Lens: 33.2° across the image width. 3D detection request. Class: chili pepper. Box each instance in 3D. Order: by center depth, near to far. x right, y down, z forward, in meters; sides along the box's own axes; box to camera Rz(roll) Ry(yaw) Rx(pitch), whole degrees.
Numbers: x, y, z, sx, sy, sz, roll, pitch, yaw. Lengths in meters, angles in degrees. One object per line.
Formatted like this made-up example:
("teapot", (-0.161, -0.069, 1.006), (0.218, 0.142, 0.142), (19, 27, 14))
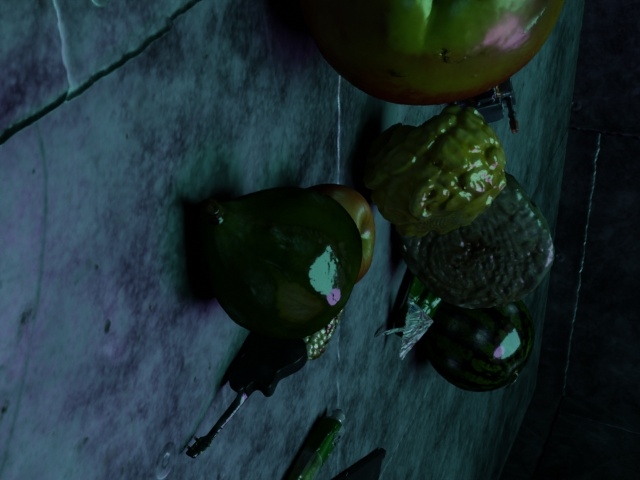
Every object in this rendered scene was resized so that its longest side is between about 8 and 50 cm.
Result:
("chili pepper", (0.216, 0.082, 2.204), (0.074, 0.100, 0.257), (127, -16, -65))

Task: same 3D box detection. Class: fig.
("fig", (-0.063, 0.010, 1.303), (0.245, 0.195, 0.195), (38, 61, -30))

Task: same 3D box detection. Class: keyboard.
("keyboard", (0.071, 0.488, 2.142), (0.310, 0.018, 0.101), (-6, 109, -69))

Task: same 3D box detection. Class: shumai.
("shumai", (0.307, -0.048, 2.089), (0.263, 0.304, 0.309), (-64, 161, -60))

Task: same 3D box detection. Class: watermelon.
("watermelon", (0.361, 0.216, 2.437), (0.269, 0.269, 0.269), (13, 90, -70))

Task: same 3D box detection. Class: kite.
("kite", (0.168, 0.175, 2.121), (0.157, 0.011, 0.139), (-8, 113, -37))

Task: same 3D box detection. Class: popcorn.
("popcorn", (0.185, -0.110, 1.797), (0.250, 0.250, 0.190), (55, 12, -64))

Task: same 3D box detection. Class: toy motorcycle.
("toy motorcycle", (0.311, -0.346, 2.115), (0.325, 0.148, 0.221), (60, 23, -53))

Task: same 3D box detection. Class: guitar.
("guitar", (-0.105, 0.203, 1.434), (0.233, 0.088, 0.025), (-49, 147, -36))

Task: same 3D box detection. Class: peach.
("peach", (0.134, -0.344, 1.375), (0.370, 0.370, 0.370), (13, 90, -70))

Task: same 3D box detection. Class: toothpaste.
("toothpaste", (-0.017, 0.379, 1.806), (0.248, 0.047, 0.078), (-54, 148, -43))

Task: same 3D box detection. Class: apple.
("apple", (0.000, 0.000, 1.495), (0.163, 0.139, 0.163), (-1, 90, -69))

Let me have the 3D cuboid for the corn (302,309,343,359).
("corn", (0.008, 0.070, 1.623), (0.086, 0.086, 0.253), (51, 55, -65))
